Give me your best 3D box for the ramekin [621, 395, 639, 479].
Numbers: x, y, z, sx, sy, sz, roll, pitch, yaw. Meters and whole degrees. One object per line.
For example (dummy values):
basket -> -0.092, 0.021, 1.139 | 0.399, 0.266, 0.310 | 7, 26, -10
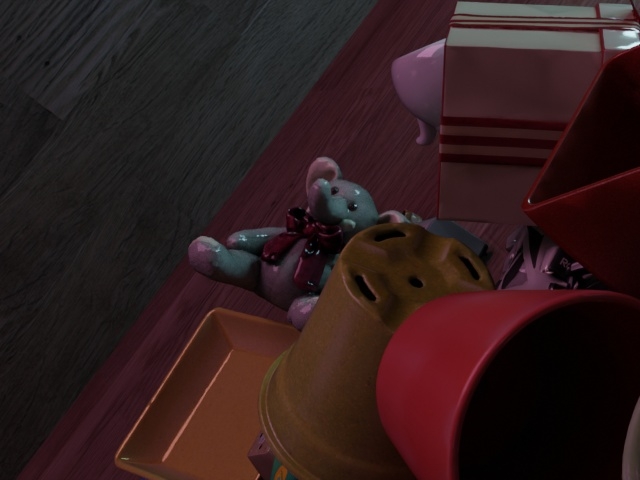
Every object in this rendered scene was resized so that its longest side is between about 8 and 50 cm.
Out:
ramekin -> 0.392, 0.148, 0.971 | 0.303, 0.148, 0.303 | -47, 16, 18

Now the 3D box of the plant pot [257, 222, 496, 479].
plant pot -> 0.083, 0.127, 1.488 | 0.276, 0.276, 0.253 | -71, -3, -49

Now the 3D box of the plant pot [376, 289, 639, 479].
plant pot -> 0.191, 0.164, 1.248 | 0.275, 0.275, 0.243 | -54, 21, -7

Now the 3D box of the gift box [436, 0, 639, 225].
gift box -> 0.277, -0.167, 1.522 | 0.255, 0.258, 0.276 | -72, -15, -60

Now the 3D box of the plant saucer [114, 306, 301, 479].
plant saucer -> -0.142, 0.288, 2.128 | 0.333, 0.081, 0.332 | 10, 60, 44

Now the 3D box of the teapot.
teapot -> 0.258, -0.265, 2.212 | 0.253, 0.187, 0.256 | -21, 4, 9

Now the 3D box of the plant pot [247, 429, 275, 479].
plant pot -> -0.043, 0.316, 1.916 | 0.109, 0.096, 0.109 | -23, 33, 59

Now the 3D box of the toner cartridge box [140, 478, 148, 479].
toner cartridge box -> -0.228, 0.397, 2.293 | 0.347, 0.075, 0.165 | -53, 18, -6

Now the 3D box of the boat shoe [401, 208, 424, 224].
boat shoe -> 0.123, 0.004, 2.228 | 0.135, 0.045, 0.050 | -52, 16, -1

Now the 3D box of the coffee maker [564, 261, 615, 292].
coffee maker -> 0.347, 0.085, 1.346 | 0.178, 0.120, 0.171 | -32, 55, 53

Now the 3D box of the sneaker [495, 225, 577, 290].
sneaker -> 0.291, 0.043, 1.532 | 0.146, 0.122, 0.330 | -44, 18, 33

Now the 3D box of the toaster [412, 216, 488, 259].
toaster -> 0.142, 0.059, 1.939 | 0.185, 0.110, 0.168 | -58, 16, -19

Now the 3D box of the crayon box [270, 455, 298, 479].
crayon box -> 0.031, 0.275, 1.669 | 0.081, 0.165, 0.278 | -44, 18, 27

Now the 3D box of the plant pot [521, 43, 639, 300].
plant pot -> 0.393, -0.053, 1.175 | 0.267, 0.235, 0.267 | -21, 24, 45

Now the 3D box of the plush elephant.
plush elephant -> 0.000, 0.000, 2.133 | 0.255, 0.272, 0.330 | -64, -26, 6
